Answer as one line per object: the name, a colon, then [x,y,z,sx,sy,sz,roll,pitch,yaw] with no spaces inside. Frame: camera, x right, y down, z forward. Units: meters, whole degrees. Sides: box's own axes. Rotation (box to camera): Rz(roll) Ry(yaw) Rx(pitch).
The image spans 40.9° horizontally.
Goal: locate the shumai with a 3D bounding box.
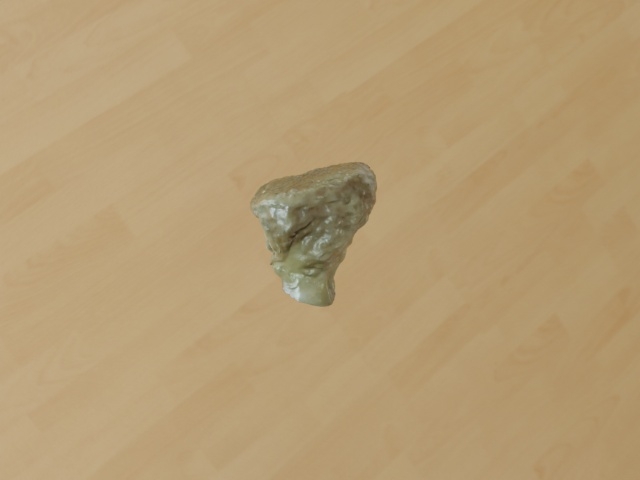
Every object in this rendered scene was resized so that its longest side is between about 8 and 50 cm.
shumai: [0.000,0.000,0.504,0.083,0.082,0.080,-36,114,-61]
